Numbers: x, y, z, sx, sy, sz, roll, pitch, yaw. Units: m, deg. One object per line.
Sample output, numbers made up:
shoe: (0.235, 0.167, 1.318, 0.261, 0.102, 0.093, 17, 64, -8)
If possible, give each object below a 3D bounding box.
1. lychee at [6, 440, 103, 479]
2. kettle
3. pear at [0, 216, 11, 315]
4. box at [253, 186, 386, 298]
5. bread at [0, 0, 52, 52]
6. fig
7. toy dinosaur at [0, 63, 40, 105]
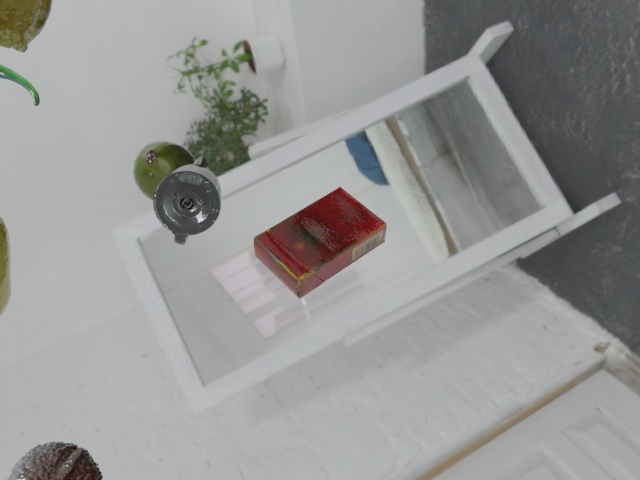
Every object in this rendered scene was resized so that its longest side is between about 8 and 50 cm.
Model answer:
lychee: (-0.469, 0.436, 1.085, 0.165, 0.165, 0.197, 54, 125, 28)
kettle: (-0.301, -0.087, 1.444, 0.232, 0.144, 0.201, -107, 27, -74)
pear: (-0.789, 0.049, 1.225, 0.348, 0.349, 0.348, 51, 155, 35)
box: (0.000, -0.001, 1.682, 0.197, 0.313, 0.089, 42, 150, 30)
bread: (-0.894, -0.636, 1.576, 0.396, 0.239, 0.264, 20, -179, 10)
fig: (-0.499, -0.217, 1.936, 0.202, 0.203, 0.225, 61, -177, 12)
toy dinosaur: (-1.092, -0.469, 1.729, 0.500, 0.374, 0.144, 43, 157, 13)
